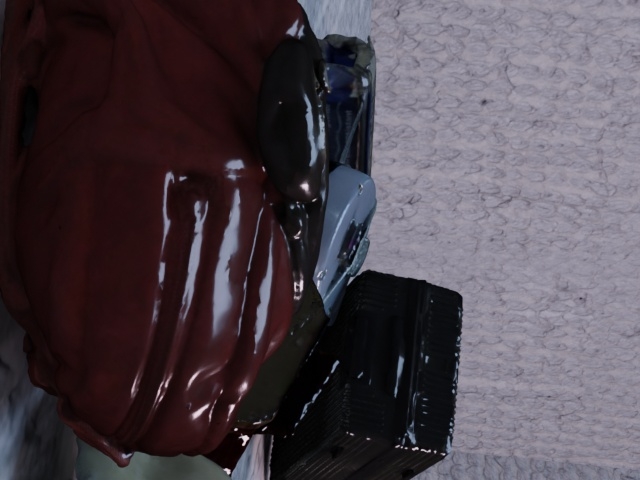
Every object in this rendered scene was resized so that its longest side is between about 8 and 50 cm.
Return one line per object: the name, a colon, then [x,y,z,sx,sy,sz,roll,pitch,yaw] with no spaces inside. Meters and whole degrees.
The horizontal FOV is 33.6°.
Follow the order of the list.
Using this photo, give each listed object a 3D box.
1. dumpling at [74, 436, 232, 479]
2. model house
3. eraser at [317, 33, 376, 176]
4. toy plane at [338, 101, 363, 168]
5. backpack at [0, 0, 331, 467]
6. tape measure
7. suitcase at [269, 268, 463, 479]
dumpling: [-0.091,0.167,0.583,0.155,0.111,0.181,-97,-157,-58]
model house: [-0.074,0.096,0.767,0.203,0.141,0.164,-51,174,-43]
eraser: [0.024,-0.124,1.536,0.155,0.102,0.332,-77,171,-59]
toy plane: [0.006,-0.069,1.370,0.226,0.058,0.226,-61,158,-2]
backpack: [-0.075,-0.007,0.482,0.229,0.139,0.229,-176,-90,-77]
tape measure: [-0.001,-0.001,1.222,0.181,0.107,0.182,39,73,-77]
suitcase: [0.054,0.204,1.356,0.335,0.152,0.229,128,-26,-57]
